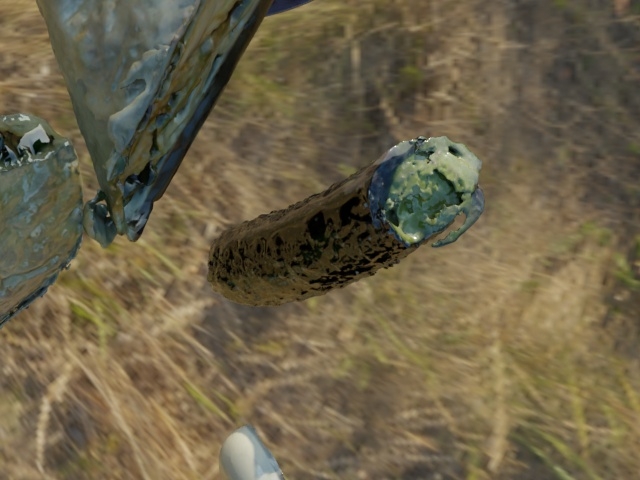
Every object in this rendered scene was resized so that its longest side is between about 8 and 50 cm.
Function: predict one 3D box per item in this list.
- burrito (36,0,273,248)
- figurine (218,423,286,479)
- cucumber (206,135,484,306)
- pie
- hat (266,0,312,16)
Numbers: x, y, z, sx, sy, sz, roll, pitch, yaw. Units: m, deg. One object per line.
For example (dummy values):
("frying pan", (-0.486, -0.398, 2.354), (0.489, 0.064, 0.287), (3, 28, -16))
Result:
("burrito", (-0.097, -0.189, 0.966), (0.175, 0.107, 0.348), (-25, 75, 25))
("figurine", (-0.064, 0.235, 1.143), (0.141, 0.166, 0.250), (-24, 124, -10))
("cucumber", (-0.001, 0.002, 1.108), (0.067, 0.245, 0.067), (11, 69, -30))
("pie", (-0.231, 0.022, 1.058), (0.218, 0.052, 0.185), (-17, 136, -39))
("hat", (-0.045, -0.282, 1.796), (0.205, 0.205, 0.089), (-15, 79, -14))
